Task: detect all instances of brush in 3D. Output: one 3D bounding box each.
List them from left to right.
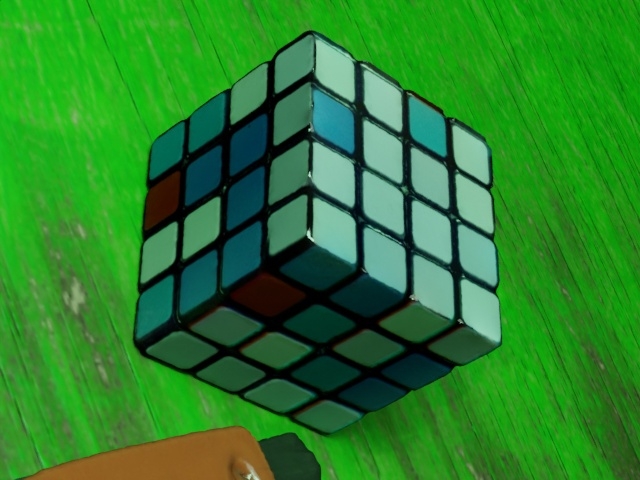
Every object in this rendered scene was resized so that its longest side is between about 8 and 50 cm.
[{"bbox_3d":[-0.104,0.139,0.823,0.323,0.051,0.070,-5,71,-50],"label":"brush"}]

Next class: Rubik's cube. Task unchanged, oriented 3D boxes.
[{"bbox_3d":[0.000,0.000,0.960,0.155,0.151,0.154,28,47,-35],"label":"Rubik's cube"}]
